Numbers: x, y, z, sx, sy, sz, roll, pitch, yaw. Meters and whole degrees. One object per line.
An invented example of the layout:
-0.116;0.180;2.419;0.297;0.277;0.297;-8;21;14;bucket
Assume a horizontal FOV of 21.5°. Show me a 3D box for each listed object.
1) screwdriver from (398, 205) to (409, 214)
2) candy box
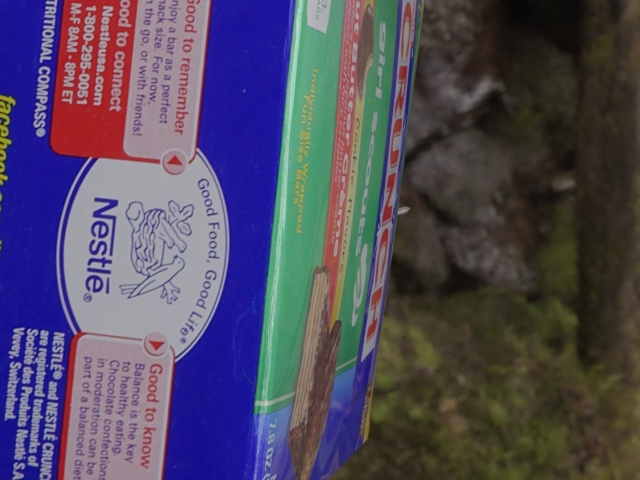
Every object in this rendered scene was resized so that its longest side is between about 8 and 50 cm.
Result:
0.000;0.000;0.992;0.170;0.024;0.025;-10;92;-47;screwdriver
-0.038;-0.032;0.685;0.317;0.122;0.268;-6;102;-82;candy box
